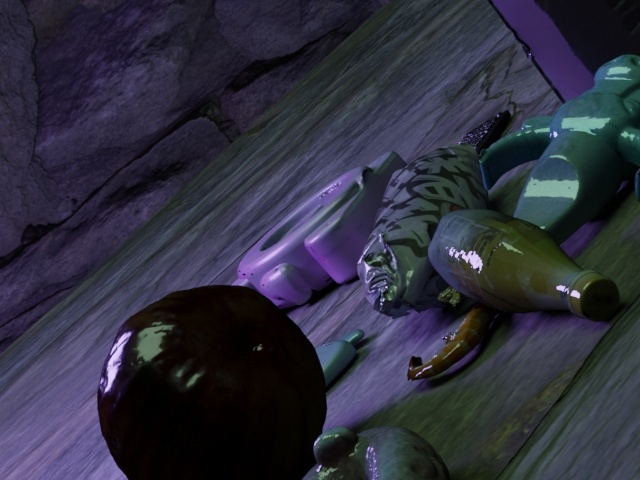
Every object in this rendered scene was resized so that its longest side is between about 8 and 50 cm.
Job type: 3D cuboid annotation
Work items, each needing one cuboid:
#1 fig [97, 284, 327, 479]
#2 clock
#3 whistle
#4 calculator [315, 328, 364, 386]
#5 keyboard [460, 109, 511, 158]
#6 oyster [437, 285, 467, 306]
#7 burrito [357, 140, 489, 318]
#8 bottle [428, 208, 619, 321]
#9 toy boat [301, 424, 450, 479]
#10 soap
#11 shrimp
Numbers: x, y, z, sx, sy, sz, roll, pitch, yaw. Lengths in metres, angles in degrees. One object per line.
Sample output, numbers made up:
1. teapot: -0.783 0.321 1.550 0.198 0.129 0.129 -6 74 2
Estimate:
1. fig: -0.115 0.198 1.680 0.217 0.217 0.321 -49 -14 -47
2. clock: 0.000 0.000 2.294 0.248 0.090 0.227 -33 11 36
3. whistle: 0.263 -0.084 1.736 0.186 0.093 0.274 5 41 37
4. calculator: -0.010 0.143 1.876 0.153 0.021 0.095 -47 13 -26
5. keyboard: 0.180 -0.099 2.296 0.087 0.017 0.250 -33 11 35
6. oyster: 0.158 0.047 1.709 0.080 0.038 0.083 -43 29 0
7. burrito: 0.111 -0.007 1.897 0.139 0.101 0.445 -30 10 14
8. bottle: 0.178 0.027 1.558 0.083 0.083 0.269 -40 22 -10
9. toy boat: 0.017 0.204 1.327 0.155 0.085 0.227 -35 10 22
10. soap: 0.320 -0.305 1.940 0.285 0.296 0.107 -44 14 -20
11. shrimp: 0.125 0.088 1.639 0.127 0.025 0.091 -42 6 -40
